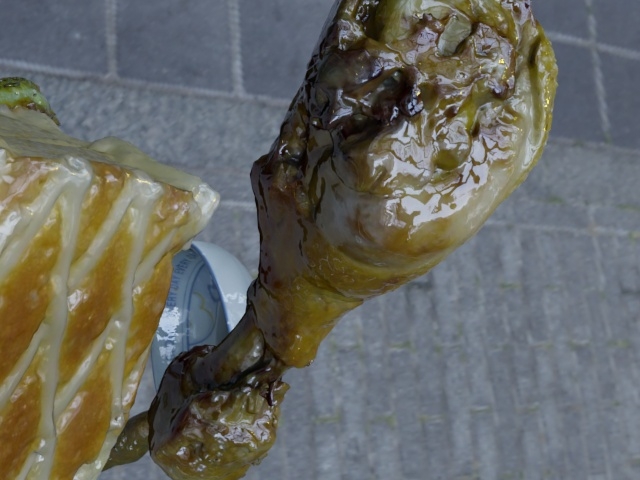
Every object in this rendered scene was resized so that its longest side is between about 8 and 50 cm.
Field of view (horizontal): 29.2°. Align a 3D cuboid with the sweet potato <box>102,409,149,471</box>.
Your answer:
[{"bbox_3d":[-0.299,0.312,1.873,0.067,0.274,0.067,51,18,-24],"label":"sweet potato"}]

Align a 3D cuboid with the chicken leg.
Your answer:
[{"bbox_3d":[0.003,0.002,0.472,0.087,0.251,0.107,28,28,-8],"label":"chicken leg"}]

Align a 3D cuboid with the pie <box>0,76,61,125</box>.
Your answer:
[{"bbox_3d":[-0.513,-0.126,1.726,0.103,0.288,0.354,60,9,-1],"label":"pie"}]

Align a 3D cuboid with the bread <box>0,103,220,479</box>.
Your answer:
[{"bbox_3d":[-0.337,0.065,1.099,0.371,0.279,0.390,6,108,-60],"label":"bread"}]

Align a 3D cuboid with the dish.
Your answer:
[{"bbox_3d":[-0.093,0.132,1.423,0.134,0.273,0.273,-4,79,-25],"label":"dish"}]
